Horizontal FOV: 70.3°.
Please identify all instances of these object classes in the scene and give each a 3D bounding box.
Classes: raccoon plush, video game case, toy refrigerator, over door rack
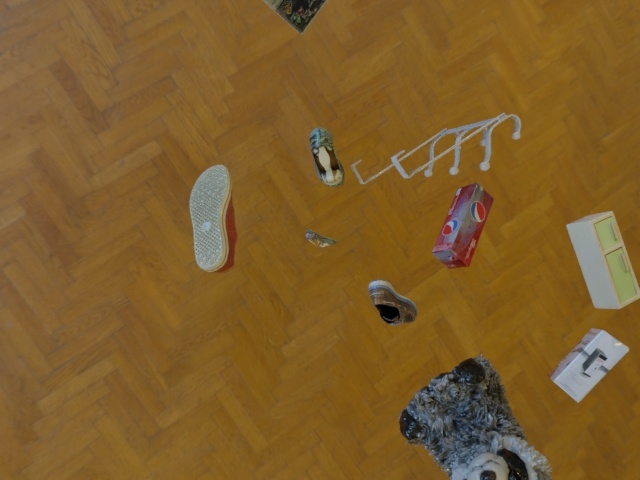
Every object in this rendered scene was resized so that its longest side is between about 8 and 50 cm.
[{"bbox_3d":[0.368,0.403,0.898,0.446,0.299,0.216,10,125,-47],"label":"raccoon plush"},{"bbox_3d":[-0.025,-0.494,0.817,0.190,0.173,0.022,-49,64,17],"label":"video game case"},{"bbox_3d":[0.845,0.059,1.350,0.102,0.094,0.270,-19,90,-19],"label":"toy refrigerator"},{"bbox_3d":[0.264,-0.190,1.059,0.324,0.239,0.108,-22,100,-17],"label":"over door rack"}]

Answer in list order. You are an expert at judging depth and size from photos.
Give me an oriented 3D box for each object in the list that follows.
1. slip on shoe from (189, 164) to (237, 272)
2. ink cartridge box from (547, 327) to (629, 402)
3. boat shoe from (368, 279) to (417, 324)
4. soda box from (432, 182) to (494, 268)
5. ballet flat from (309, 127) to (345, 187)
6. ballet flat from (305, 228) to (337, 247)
[{"bbox_3d":[-0.286,-0.060,1.251,0.123,0.101,0.331,-14,64,12],"label":"slip on shoe"},{"bbox_3d":[0.511,0.236,0.875,0.056,0.099,0.135,42,96,21],"label":"ink cartridge box"},{"bbox_3d":[0.166,0.160,1.057,0.183,0.066,0.066,38,46,-37],"label":"boat shoe"},{"bbox_3d":[0.441,-0.046,1.404,0.092,0.083,0.263,38,66,-21],"label":"soda box"},{"bbox_3d":[0.015,-0.175,1.069,0.070,0.070,0.188,-37,138,-8],"label":"ballet flat"},{"bbox_3d":[0.000,0.000,1.423,0.114,0.041,0.041,21,87,-31],"label":"ballet flat"}]
